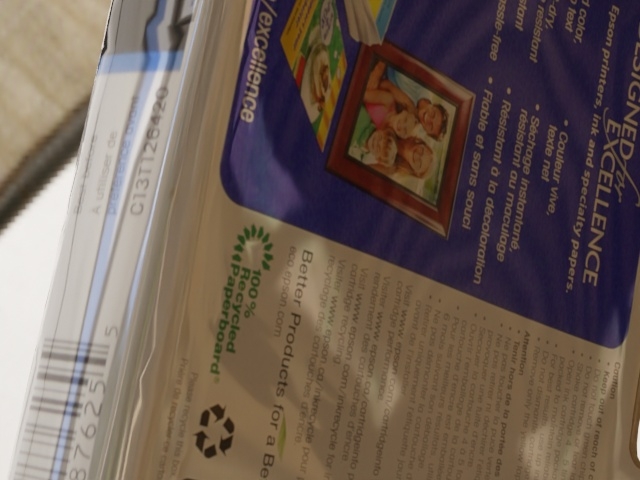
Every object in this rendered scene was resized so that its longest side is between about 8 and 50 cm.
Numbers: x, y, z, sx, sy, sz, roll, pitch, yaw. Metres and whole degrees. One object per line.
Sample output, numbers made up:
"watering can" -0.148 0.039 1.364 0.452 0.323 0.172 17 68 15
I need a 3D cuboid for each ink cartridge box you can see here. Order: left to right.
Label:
"ink cartridge box" 0.039 0.021 0.656 0.072 0.304 0.307 1 -14 40
